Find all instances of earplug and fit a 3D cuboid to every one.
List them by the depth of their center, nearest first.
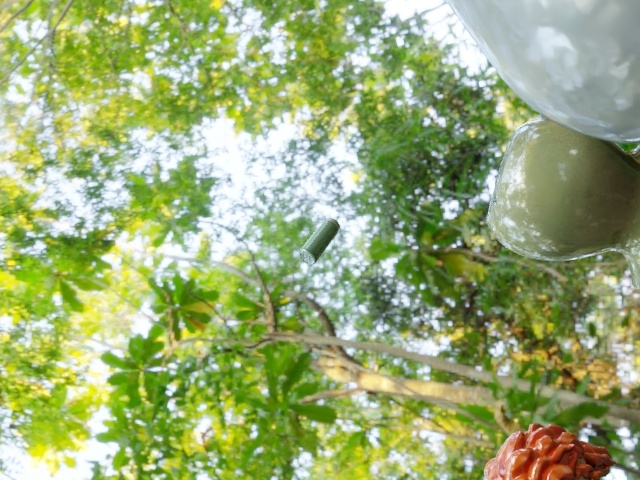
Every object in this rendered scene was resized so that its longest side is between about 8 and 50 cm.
[{"bbox_3d":[0.266,-0.286,0.703,0.312,0.312,0.394,2,-127,-44],"label":"earplug"}]

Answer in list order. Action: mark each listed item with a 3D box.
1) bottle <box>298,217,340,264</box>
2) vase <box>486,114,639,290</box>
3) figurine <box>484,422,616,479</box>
[{"bbox_3d":[0.000,0.000,1.130,0.083,0.030,0.030,-52,-58,-38],"label":"bottle"},{"bbox_3d":[0.454,-0.109,1.252,0.241,0.302,0.329,-19,-55,-78],"label":"vase"},{"bbox_3d":[0.540,0.564,1.550,0.306,0.412,0.241,-11,-41,-44],"label":"figurine"}]
